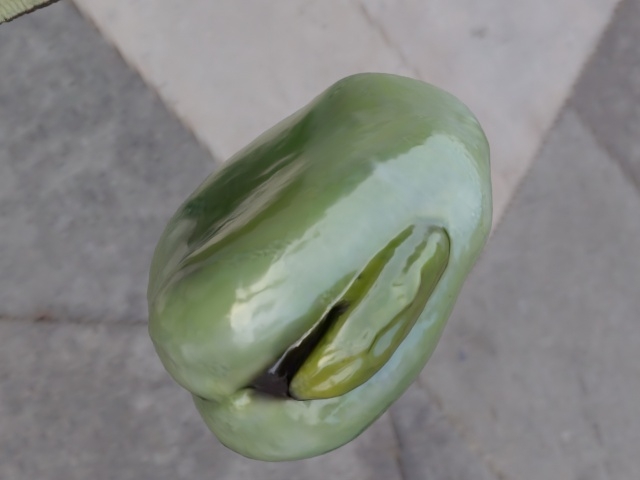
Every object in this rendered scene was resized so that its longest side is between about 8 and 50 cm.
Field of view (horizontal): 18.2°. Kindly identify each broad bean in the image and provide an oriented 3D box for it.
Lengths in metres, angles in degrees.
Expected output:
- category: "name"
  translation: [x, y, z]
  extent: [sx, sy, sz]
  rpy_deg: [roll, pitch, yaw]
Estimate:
- category: "broad bean"
  translation: [0.000, 0.000, 0.880]
  extent: [0.100, 0.169, 0.228]
  rpy_deg: [58, 9, -29]

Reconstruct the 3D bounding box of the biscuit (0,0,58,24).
- category: "biscuit"
  translation: [-0.173, -0.188, 1.126]
  extent: [0.121, 0.199, 0.040]
  rpy_deg: [54, 55, -20]
